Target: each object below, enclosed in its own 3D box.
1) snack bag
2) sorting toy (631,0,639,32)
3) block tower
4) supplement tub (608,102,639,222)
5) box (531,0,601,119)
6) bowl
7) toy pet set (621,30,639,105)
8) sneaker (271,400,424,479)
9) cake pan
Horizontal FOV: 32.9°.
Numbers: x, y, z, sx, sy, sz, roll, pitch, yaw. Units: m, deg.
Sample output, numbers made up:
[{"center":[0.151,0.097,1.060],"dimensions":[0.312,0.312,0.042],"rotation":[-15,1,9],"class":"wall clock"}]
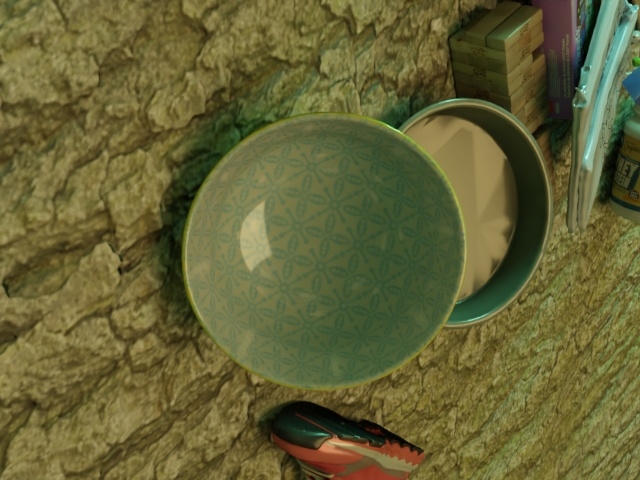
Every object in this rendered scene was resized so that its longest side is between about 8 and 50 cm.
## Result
[{"center":[0.412,-0.224,1.574],"dimensions":[0.342,0.037,0.323],"rotation":[71,36,-58],"class":"snack bag"},{"center":[0.557,-0.455,1.749],"dimensions":[0.347,0.047,0.196],"rotation":[-52,141,-21],"class":"sorting toy"},{"center":[0.254,-0.159,1.482],"dimensions":[0.097,0.091,0.335],"rotation":[-41,137,-30],"class":"block tower"},{"center":[0.586,-0.137,1.868],"dimensions":[0.144,0.144,0.199],"rotation":[-17,120,-47],"class":"supplement tub"},{"center":[0.337,-0.341,1.472],"dimensions":[0.201,0.057,0.293],"rotation":[-59,147,-44],"class":"box"},{"center":[0.000,0.000,1.161],"dimensions":[0.156,0.289,0.289],"rotation":[-108,-148,-78],"class":"bowl"},{"center":[0.468,-0.244,1.607],"dimensions":[0.065,0.114,0.122],"rotation":[-14,141,-8],"class":"toy pet set"},{"center":[0.031,0.305,1.420],"dimensions":[0.314,0.116,0.136],"rotation":[29,86,-54],"class":"sneaker"},{"center":[0.168,-0.034,1.383],"dimensions":[0.293,0.054,0.293],"rotation":[-4,99,-28],"class":"cake pan"}]
